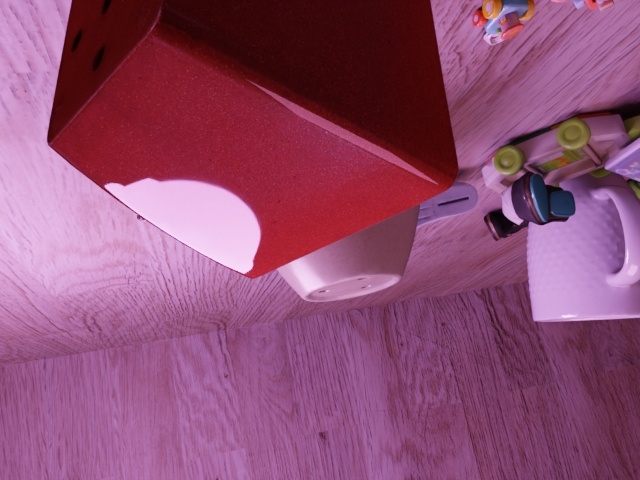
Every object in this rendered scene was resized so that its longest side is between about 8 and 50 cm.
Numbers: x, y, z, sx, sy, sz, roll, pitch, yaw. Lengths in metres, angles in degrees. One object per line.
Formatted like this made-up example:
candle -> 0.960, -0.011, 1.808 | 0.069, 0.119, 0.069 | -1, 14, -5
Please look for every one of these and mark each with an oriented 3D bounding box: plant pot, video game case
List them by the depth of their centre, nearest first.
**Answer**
plant pot -> -0.076, -0.148, 0.507 | 0.236, 0.267, 0.267 | 19, 148, -40
video game case -> 0.617, -0.129, 1.011 | 0.173, 0.022, 0.190 | 22, 171, 6

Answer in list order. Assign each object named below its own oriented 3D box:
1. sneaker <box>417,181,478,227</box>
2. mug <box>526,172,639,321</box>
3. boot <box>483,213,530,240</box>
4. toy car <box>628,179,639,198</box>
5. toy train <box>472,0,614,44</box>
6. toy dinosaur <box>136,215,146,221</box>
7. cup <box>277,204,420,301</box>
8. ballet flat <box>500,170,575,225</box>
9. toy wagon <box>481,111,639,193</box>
sneaker -> 0.193, -0.070, 1.214 | 0.258, 0.094, 0.091 | -7, -171, -12
mug -> 0.617, 0.008, 1.305 | 0.277, 0.327, 0.374 | -3, 170, 3
boot -> 0.522, -0.060, 1.554 | 0.137, 0.076, 0.198 | -26, 172, 29
toy car -> 0.788, -0.125, 1.524 | 0.225, 0.053, 0.239 | -11, 164, -1
toy train -> 0.265, -0.267, 0.678 | 0.166, 0.046, 0.125 | -21, 161, 29
toy dinosaur -> -0.204, -0.050, 1.079 | 0.118, 0.063, 0.268 | -5, 171, 35
cup -> 0.031, -0.031, 0.989 | 0.332, 0.236, 0.331 | -11, 164, -3
ballet flat -> 0.416, -0.069, 1.147 | 0.096, 0.095, 0.281 | -9, 169, 37
toy wagon -> 0.500, -0.172, 1.138 | 0.345, 0.068, 0.267 | -22, 161, 31
